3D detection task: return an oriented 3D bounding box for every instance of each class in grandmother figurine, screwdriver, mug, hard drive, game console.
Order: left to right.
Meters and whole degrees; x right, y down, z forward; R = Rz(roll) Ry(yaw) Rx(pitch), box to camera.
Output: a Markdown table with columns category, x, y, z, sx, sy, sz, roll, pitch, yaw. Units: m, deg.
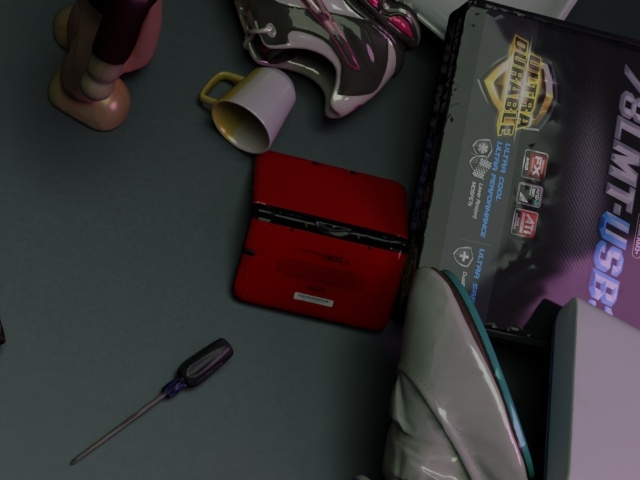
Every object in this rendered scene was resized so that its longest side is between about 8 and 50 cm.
| category | x | y | z | sx | sy | sz | roll | pitch | yaw |
| --- | --- | --- | --- | --- | --- | --- | --- | --- | --- |
| grandmother figurine | -0.157 | -0.218 | 1.607 | 0.104 | 0.342 | 0.208 | -2 | 74 | -16 |
| screwdriver | -0.143 | 0.138 | 1.679 | 0.170 | 0.025 | 0.024 | -37 | 86 | -14 |
| mug | -0.060 | -0.126 | 1.760 | 0.078 | 0.062 | 0.064 | 41 | 59 | -7 |
| game console | 0.000 | 0.000 | 1.761 | 0.144 | 0.085 | 0.124 | 13 | 101 | -11 |
| hard drive | 0.332 | 0.198 | 1.677 | 0.318 | 0.040 | 0.210 | 27 | 43 | -17 |

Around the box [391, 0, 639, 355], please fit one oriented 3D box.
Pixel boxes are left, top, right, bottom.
| category | x | y | z | sx | sy | sz | roll | pitch | yaw |
| --- | --- | --- | --- | --- | --- | --- | --- | --- | --- |
| box | 0.234 | -0.040 | 1.783 | 0.293 | 0.073 | 0.295 | 13 | 81 | -11 |

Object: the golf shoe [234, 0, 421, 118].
| category | x | y | z | sx | sy | sz | roll | pitch | yaw |
| --- | --- | --- | --- | --- | --- | --- | --- | --- | --- |
| golf shoe | -0.041 | -0.229 | 1.776 | 0.273 | 0.105 | 0.120 | 38 | 72 | -1 |

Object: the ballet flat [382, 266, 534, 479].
| category | x | y | z | sx | sy | sz | roll | pitch | yaw |
| --- | --- | --- | --- | --- | --- | --- | --- | --- | --- |
| ballet flat | 0.128 | 0.222 | 1.645 | 0.139 | 0.139 | 0.400 | -25 | 94 | -21 |

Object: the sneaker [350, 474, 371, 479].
| category | x | y | z | sx | sy | sz | roll | pitch | yaw |
| --- | --- | --- | --- | --- | --- | --- | --- | --- | --- |
| sneaker | 0.034 | 0.279 | 1.655 | 0.071 | 0.068 | 0.170 | -4 | 72 | -6 |

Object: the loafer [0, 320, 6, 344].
| category | x | y | z | sx | sy | sz | roll | pitch | yaw |
| --- | --- | --- | --- | --- | --- | --- | --- | --- | --- |
| loafer | -0.325 | 0.107 | 1.580 | 0.078 | 0.080 | 0.220 | 50 | 51 | -5 |

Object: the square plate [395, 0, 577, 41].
| category | x | y | z | sx | sy | sz | roll | pitch | yaw |
| --- | --- | --- | --- | --- | --- | --- | --- | --- | --- |
| square plate | 0.126 | -0.359 | 1.891 | 0.347 | 0.049 | 0.344 | 37 | 68 | -2 |
